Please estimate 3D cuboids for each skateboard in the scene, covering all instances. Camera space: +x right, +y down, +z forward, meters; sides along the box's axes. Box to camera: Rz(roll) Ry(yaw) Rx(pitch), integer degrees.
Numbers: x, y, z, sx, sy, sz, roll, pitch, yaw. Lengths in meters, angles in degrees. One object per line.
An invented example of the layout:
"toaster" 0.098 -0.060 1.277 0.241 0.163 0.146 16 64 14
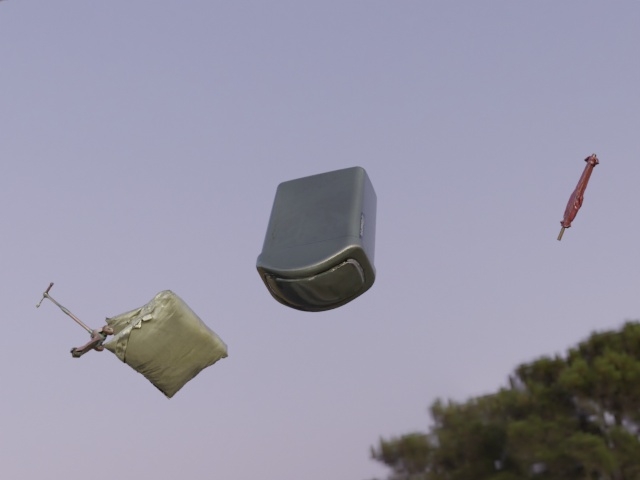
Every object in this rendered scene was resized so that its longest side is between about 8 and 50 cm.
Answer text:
"skateboard" -0.256 0.083 1.180 0.032 0.083 0.064 -55 -10 22

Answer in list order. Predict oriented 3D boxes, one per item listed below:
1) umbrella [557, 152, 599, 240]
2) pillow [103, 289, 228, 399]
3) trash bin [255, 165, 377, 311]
"umbrella" 0.454 -0.076 2.083 0.025 0.165 0.027 21 5 -5
"pillow" -0.236 0.162 1.828 0.134 0.078 0.181 -34 -49 7
"trash bin" 0.000 0.000 1.843 0.177 0.236 0.101 -12 -49 20
